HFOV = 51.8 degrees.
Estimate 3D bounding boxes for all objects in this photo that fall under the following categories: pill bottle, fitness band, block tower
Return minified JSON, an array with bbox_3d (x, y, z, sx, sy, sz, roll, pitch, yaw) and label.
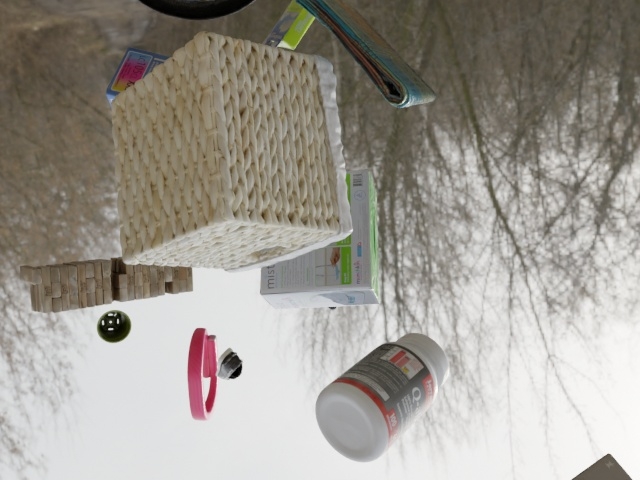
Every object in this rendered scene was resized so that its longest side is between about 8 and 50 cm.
[{"bbox_3d":[0.171,0.386,1.693,0.210,0.210,0.363,4,-159,39],"label":"pill bottle"},{"bbox_3d":[-0.351,0.403,1.986,0.054,0.290,0.209,1,-155,2],"label":"fitness band"},{"bbox_3d":[-0.435,0.083,1.370,0.335,0.097,0.091,-4,-176,-39],"label":"block tower"}]

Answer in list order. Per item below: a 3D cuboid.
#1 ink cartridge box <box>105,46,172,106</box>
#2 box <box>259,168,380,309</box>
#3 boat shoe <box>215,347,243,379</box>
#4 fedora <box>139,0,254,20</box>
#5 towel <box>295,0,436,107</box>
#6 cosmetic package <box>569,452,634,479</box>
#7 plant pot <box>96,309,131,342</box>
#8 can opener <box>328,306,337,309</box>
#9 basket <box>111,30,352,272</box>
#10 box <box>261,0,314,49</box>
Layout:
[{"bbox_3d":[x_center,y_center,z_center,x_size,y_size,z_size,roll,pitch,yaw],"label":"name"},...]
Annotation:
[{"bbox_3d":[-0.273,-0.283,1.575,0.396,0.151,0.270,13,157,2],"label":"ink cartridge box"},{"bbox_3d":[0.000,0.000,1.376,0.231,0.261,0.127,-6,158,12],"label":"box"},{"bbox_3d":[-0.157,0.227,1.168,0.038,0.125,0.046,40,-118,13],"label":"boat shoe"},{"bbox_3d":[-0.241,-0.571,1.207,0.334,0.334,0.152,-9,-173,1],"label":"fedora"},{"bbox_3d":[0.100,-0.355,1.242,0.040,0.271,0.370,-43,177,20],"label":"towel"},{"bbox_3d":[0.422,0.447,1.033,0.107,0.238,0.127,-25,-125,-18],"label":"cosmetic package"},{"bbox_3d":[-0.525,0.211,1.662,0.083,0.083,0.079,-16,-170,-22],"label":"plant pot"},{"bbox_3d":[-0.011,0.173,2.238,0.186,0.059,0.073,31,-173,20],"label":"can opener"},{"bbox_3d":[-0.160,-0.134,1.121,0.266,0.331,0.328,6,163,-44],"label":"basket"},{"bbox_3d":[-0.054,-0.506,1.501,0.042,0.178,0.109,33,-176,-29],"label":"box"}]
